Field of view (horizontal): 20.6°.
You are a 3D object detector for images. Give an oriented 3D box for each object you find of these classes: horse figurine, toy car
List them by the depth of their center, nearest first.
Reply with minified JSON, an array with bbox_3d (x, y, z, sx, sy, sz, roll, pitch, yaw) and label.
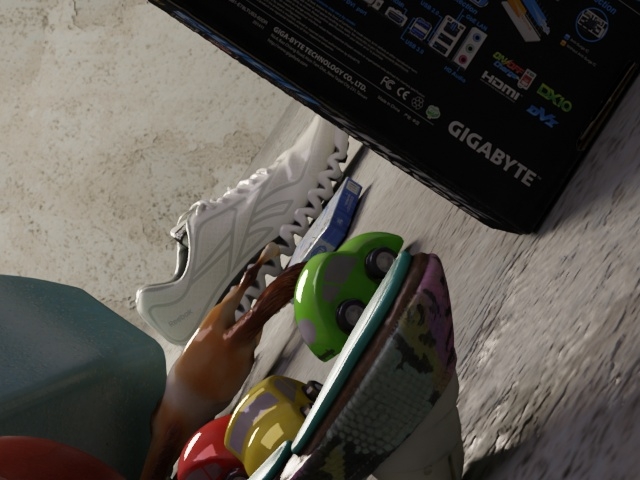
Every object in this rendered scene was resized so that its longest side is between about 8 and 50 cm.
[{"bbox_3d":[-0.018,0.080,1.161,0.225,0.053,0.239,-60,7,-22],"label":"toy car"},{"bbox_3d":[-0.087,0.109,1.486,0.263,0.066,0.174,-55,1,38],"label":"horse figurine"}]

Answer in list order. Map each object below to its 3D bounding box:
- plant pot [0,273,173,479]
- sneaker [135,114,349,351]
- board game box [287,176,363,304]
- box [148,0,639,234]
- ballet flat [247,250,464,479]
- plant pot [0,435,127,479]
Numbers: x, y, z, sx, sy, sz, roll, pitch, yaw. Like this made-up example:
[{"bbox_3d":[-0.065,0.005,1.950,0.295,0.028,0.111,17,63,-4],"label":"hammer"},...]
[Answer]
[{"bbox_3d":[-0.270,0.167,1.553,0.252,0.247,0.248,-23,-54,-33],"label":"plant pot"},{"bbox_3d":[-0.073,-0.016,1.762,0.292,0.118,0.110,-56,5,-7],"label":"sneaker"},{"bbox_3d":[0.000,0.000,1.555,0.090,0.020,0.090,-52,8,31],"label":"board game box"},{"bbox_3d":[0.058,-0.201,0.887,0.293,0.295,0.073,-58,9,-2],"label":"box"},{"bbox_3d":[0.010,0.101,0.746,0.221,0.079,0.077,-54,1,27],"label":"ballet flat"},{"bbox_3d":[-0.195,0.226,0.967,0.272,0.272,0.265,-56,-1,5],"label":"plant pot"}]
